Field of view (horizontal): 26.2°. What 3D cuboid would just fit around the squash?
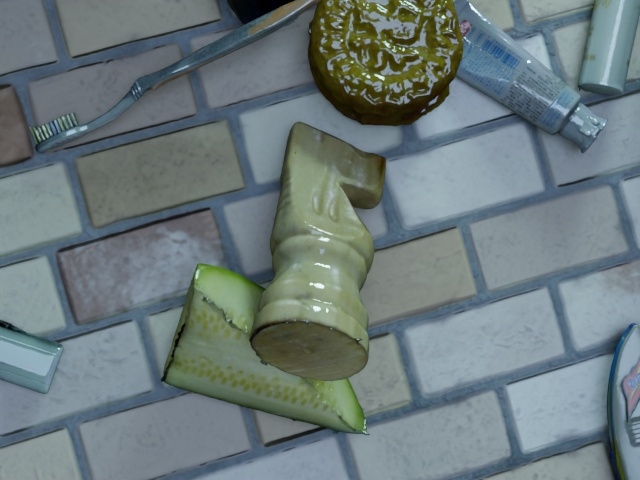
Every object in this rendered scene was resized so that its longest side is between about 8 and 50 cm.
[{"bbox_3d":[-0.038,0.117,1.576,0.252,0.169,0.093,16,42,-6],"label":"squash"}]

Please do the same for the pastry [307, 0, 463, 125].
[{"bbox_3d":[0.074,-0.228,1.600,0.188,0.103,0.189,0,88,-1],"label":"pastry"}]

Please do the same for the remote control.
[{"bbox_3d":[-0.380,0.120,1.568,0.166,0.029,0.065,20,86,-7],"label":"remote control"}]

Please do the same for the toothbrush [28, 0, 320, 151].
[{"bbox_3d":[-0.164,-0.193,1.571,0.375,0.028,0.037,-26,85,6],"label":"toothbrush"}]

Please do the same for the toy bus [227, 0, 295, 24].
[{"bbox_3d":[-0.137,-0.433,1.507,0.093,0.092,0.409,-27,118,-4],"label":"toy bus"}]

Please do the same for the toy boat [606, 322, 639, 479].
[{"bbox_3d":[0.411,0.242,1.645,0.129,0.088,0.295,-15,91,-8],"label":"toy boat"}]

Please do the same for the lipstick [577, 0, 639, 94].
[{"bbox_3d":[0.366,-0.308,1.673,0.059,0.059,0.264,12,87,-7],"label":"lipstick"}]

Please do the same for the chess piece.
[{"bbox_3d":[0.000,0.000,1.553,0.137,0.137,0.301,10,57,-8],"label":"chess piece"}]

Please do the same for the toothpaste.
[{"bbox_3d":[0.237,-0.194,1.657,0.234,0.057,0.089,36,86,2],"label":"toothpaste"}]
